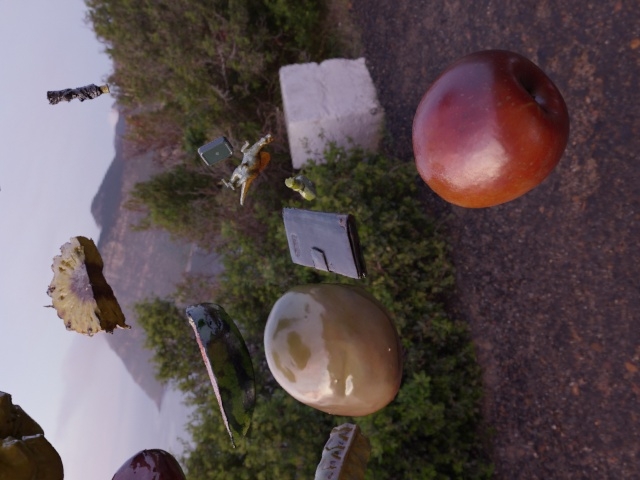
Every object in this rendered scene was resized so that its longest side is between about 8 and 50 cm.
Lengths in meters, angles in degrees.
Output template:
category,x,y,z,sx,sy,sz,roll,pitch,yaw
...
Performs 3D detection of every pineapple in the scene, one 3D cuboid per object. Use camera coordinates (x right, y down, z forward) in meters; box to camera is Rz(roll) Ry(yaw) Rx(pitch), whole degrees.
category,x,y,z,sx,sy,sz,roll,pitch,yaw
pineapple,-0.497,0.116,1.049,0.233,0.135,0.079,62,-166,17

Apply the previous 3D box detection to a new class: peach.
category,x,y,z,sx,sy,sz,roll,pitch,yaw
peach,-0.307,0.447,0.900,0.152,0.152,0.152,-175,90,-70
peach,0.032,0.214,1.007,0.247,0.292,0.292,-39,33,7

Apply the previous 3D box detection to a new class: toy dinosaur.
category,x,y,z,sx,sy,sz,roll,pitch,yaw
toy dinosaur,-0.166,-0.173,1.201,0.057,0.142,0.212,47,169,8

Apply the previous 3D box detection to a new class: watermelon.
category,x,y,z,sx,sy,sz,roll,pitch,yaw
watermelon,-0.159,0.200,0.806,0.245,0.063,0.119,64,146,16

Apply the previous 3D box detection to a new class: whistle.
category,x,y,z,sx,sy,sz,roll,pitch,yaw
whistle,-0.071,-0.209,1.899,0.057,0.198,0.104,-35,74,15

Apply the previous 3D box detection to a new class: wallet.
category,x,y,z,sx,sy,sz,roll,pitch,yaw
wallet,-0.001,0.000,1.332,0.317,0.044,0.169,11,116,55

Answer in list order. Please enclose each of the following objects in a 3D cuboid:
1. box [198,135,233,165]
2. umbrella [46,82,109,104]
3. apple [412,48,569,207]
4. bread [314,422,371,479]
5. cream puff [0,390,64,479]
category,x,y,z,sx,sy,sz,roll,pitch,yaw
box,-0.409,-0.350,1.986,0.091,0.126,0.031,61,-176,-55
umbrella,-0.590,-0.357,1.230,0.037,0.144,0.040,131,125,-76
apple,0.248,-0.161,0.751,0.201,0.218,0.218,-29,56,44
bread,0.057,0.597,1.342,0.232,0.128,0.088,-65,-29,-48
cream puff,-0.736,0.478,1.107,0.378,0.378,0.276,-35,33,65
